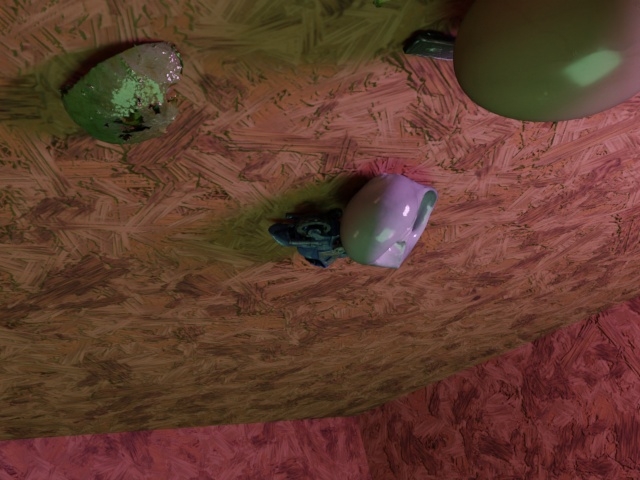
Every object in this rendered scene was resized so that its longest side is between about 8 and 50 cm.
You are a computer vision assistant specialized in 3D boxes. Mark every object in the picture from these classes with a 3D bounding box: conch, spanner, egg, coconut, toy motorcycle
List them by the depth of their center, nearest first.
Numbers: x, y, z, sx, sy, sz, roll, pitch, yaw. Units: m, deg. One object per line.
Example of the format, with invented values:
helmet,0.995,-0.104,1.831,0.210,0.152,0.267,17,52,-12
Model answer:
egg,0.261,-0.222,0.697,0.241,0.186,0.186,-17,156,19
coconut,-0.222,-0.152,0.734,0.133,0.055,0.158,-7,153,-19
spanner,0.250,-0.239,0.851,0.325,0.026,0.093,-1,153,-25
conch,0.118,-0.035,1.090,0.184,0.121,0.221,-30,159,3
toy motorcycle,0.000,0.000,1.165,0.114,0.076,0.205,-18,155,24

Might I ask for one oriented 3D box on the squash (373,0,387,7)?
squash,0.065,-0.283,0.592,0.090,0.075,0.200,3,163,29
